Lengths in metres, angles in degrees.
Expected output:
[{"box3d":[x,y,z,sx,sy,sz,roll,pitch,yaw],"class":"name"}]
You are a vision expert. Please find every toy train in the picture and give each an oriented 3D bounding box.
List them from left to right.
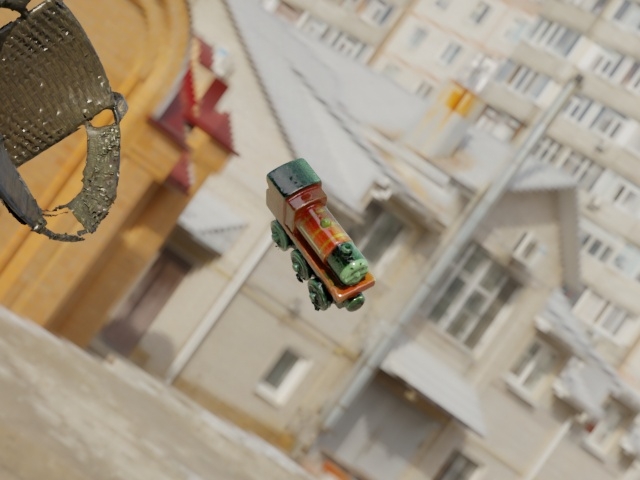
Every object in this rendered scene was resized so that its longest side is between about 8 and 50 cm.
[{"box3d":[0.000,0.000,0.955,0.103,0.044,0.064,54,-24,27],"class":"toy train"}]

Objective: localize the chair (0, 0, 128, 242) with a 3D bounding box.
[{"box3d":[-0.200,-0.095,0.940,0.213,0.149,0.174,30,-30,57],"class":"chair"}]
